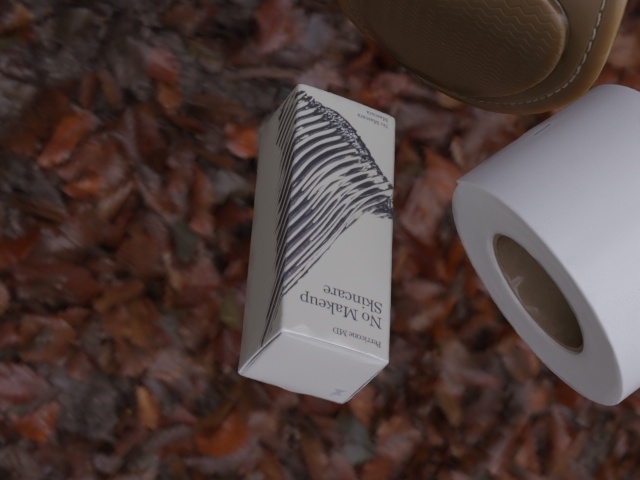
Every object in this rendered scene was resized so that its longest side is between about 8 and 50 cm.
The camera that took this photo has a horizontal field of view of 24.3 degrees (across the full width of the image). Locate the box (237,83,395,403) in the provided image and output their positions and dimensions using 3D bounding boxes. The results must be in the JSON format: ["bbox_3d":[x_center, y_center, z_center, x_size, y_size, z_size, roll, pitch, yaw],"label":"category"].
[{"bbox_3d":[0.000,0.000,1.352,0.113,0.094,0.275,17,53,-21],"label":"box"}]

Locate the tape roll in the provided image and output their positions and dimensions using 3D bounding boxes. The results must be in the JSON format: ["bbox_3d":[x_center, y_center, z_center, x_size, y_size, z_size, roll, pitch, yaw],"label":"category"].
[{"bbox_3d":[0.258,0.004,1.346,0.169,0.246,0.246,-33,123,-11],"label":"tape roll"}]

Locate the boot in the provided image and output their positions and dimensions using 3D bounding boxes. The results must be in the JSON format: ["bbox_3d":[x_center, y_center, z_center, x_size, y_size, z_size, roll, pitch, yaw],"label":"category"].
[{"bbox_3d":[0.107,-0.181,0.540,0.109,0.283,0.220,30,70,4],"label":"boot"}]
